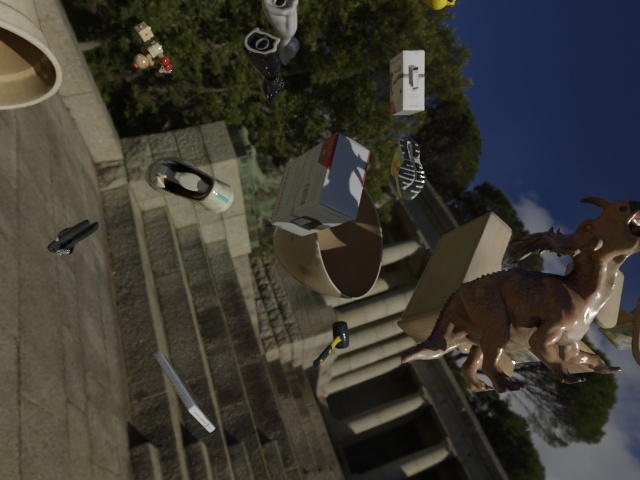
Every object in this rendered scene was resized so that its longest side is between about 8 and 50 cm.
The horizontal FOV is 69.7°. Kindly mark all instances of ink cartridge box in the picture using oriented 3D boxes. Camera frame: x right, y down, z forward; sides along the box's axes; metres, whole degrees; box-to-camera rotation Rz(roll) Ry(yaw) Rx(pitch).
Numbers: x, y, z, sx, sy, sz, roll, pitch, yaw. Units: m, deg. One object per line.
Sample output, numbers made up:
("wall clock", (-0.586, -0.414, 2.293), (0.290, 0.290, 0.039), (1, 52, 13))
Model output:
("ink cartridge box", (0.206, -0.376, 1.103), (0.099, 0.056, 0.135), (-142, -130, -77))
("ink cartridge box", (-0.004, -0.089, 0.787), (0.175, 0.072, 0.127), (-15, -123, 58))

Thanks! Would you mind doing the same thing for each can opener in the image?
("can opener", (-0.639, -0.012, 1.179), (0.186, 0.059, 0.073), (-22, -102, 33))

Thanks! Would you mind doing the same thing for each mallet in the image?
("mallet", (0.023, 0.229, 1.030), (0.189, 0.039, 0.062), (-8, 95, -69))

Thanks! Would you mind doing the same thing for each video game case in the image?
("video game case", (-0.347, 0.387, 1.173), (0.190, 0.022, 0.173), (42, -23, 32))

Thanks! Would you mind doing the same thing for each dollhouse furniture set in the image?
("dollhouse furniture set", (0.396, 0.177, 0.945), (0.394, 0.256, 0.362), (41, -33, -9))

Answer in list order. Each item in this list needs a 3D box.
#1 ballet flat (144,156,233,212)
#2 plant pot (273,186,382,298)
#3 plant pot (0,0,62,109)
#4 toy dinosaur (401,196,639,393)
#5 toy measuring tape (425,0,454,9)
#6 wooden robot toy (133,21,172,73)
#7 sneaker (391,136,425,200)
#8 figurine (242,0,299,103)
("ballet flat", (-0.187, -0.085, 0.616), (0.168, 0.057, 0.052), (20, -8, 27))
("plant pot", (0.000, 0.000, 1.108), (0.191, 0.284, 0.284), (-6, -78, 36))
("plant pot", (-0.711, -0.478, 0.911), (0.334, 0.333, 0.306), (129, -47, -73))
("toy dinosaur", (0.241, 0.074, 0.564), (0.127, 0.295, 0.200), (35, 43, -65))
("toy measuring tape", (0.273, -0.534, 0.749), (0.330, 0.121, 0.121), (-64, -154, 10))
("wooden robot toy", (-0.428, -0.454, 1.144), (0.076, 0.079, 0.173), (52, -10, 7))
("sneaker", (0.241, -0.189, 1.309), (0.094, 0.081, 0.208), (123, -21, -54))
("figurine", (-0.113, -0.498, 1.195), (0.209, 0.092, 0.215), (80, 28, -71))
